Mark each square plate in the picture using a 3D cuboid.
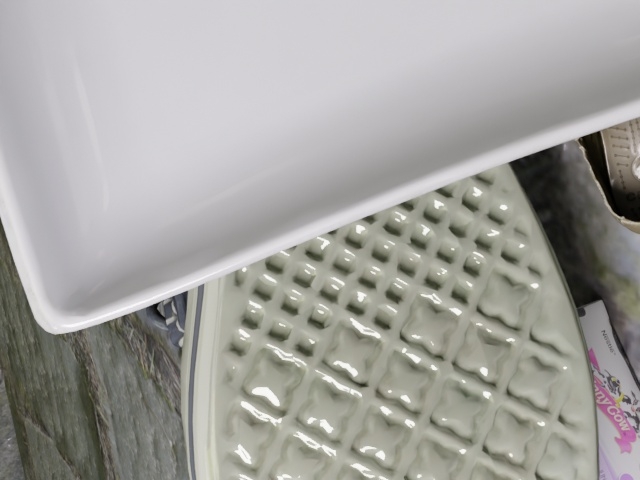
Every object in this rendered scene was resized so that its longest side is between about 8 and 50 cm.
[{"bbox_3d":[0.004,-0.180,0.351,0.049,0.347,0.344,67,-177,-82],"label":"square plate"}]

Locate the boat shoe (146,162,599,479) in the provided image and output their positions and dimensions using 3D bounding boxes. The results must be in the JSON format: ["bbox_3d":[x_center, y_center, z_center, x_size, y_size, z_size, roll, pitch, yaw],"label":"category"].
[{"bbox_3d":[0.000,0.000,0.439,0.156,0.186,0.500,127,127,-76],"label":"boat shoe"}]

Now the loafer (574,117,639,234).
[{"bbox_3d":[0.139,-0.071,0.399,0.056,0.050,0.148,-20,94,28],"label":"loafer"}]

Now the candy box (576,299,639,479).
[{"bbox_3d":[0.118,0.145,0.531,0.196,0.070,0.165,-40,68,58],"label":"candy box"}]
